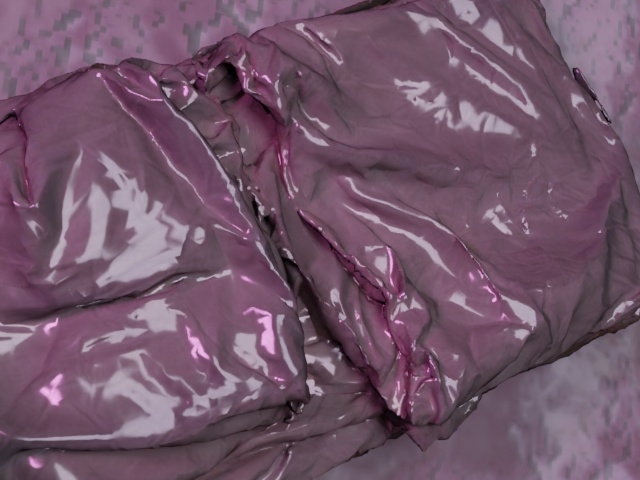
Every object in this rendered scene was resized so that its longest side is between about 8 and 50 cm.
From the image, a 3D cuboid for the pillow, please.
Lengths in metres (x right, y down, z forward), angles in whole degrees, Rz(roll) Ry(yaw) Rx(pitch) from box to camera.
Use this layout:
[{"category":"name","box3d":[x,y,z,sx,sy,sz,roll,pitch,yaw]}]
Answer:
[{"category":"pillow","box3d":[0.000,0.000,0.389,0.248,0.049,0.135,-21,86,-33]}]
